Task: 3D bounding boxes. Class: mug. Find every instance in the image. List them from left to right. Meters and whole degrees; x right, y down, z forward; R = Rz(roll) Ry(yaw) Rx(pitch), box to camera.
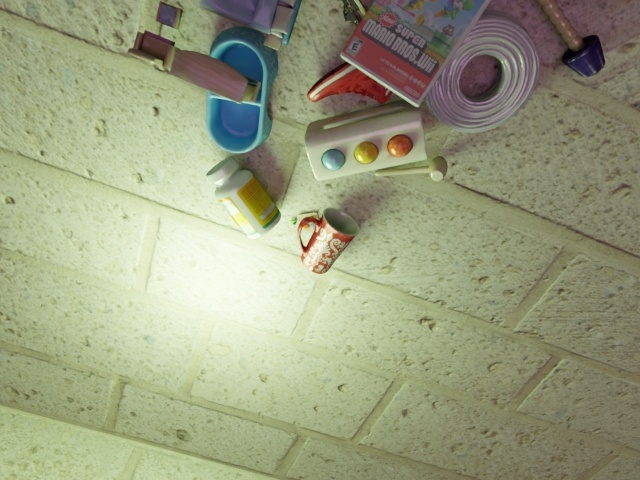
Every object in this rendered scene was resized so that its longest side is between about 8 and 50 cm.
[{"bbox_3d":[0.005,-0.003,1.224,0.150,0.113,0.169,32,123,1],"label":"mug"}]

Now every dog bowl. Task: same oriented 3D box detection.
[{"bbox_3d":[-0.196,-0.347,1.037,0.166,0.074,0.297,10,122,-3],"label":"dog bowl"}]

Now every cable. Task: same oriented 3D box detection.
[{"bbox_3d":[0.357,-0.376,0.976,0.257,0.089,0.257,-35,113,22],"label":"cable"}]

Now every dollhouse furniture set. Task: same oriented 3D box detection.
[{"bbox_3d":[-0.199,-0.454,0.829,0.287,0.198,0.303,21,106,-7],"label":"dollhouse furniture set"}]

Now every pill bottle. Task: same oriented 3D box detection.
[{"bbox_3d":[-0.207,-0.115,1.154,0.118,0.117,0.208,-27,116,18],"label":"pill bottle"}]

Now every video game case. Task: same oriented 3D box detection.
[{"bbox_3d":[0.203,-0.455,0.896,0.204,0.025,0.285,35,101,4],"label":"video game case"}]

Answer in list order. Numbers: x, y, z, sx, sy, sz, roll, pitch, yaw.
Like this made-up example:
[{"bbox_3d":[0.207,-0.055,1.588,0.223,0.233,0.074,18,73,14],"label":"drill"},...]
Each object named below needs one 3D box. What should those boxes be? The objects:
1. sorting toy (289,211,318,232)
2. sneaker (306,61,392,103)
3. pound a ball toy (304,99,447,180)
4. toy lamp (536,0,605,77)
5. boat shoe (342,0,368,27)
[{"bbox_3d":[-0.046,-0.049,1.245,0.084,0.012,0.061,-8,121,8],"label":"sorting toy"},{"bbox_3d":[0.087,-0.354,1.009,0.221,0.087,0.128,-26,115,19],"label":"sneaker"},{"bbox_3d":[0.143,-0.206,1.054,0.320,0.135,0.208,-9,128,14],"label":"pound a ball toy"},{"bbox_3d":[0.513,-0.464,0.919,0.275,0.080,0.080,39,116,-19],"label":"toy lamp"},{"bbox_3d":[0.074,-0.495,0.940,0.049,0.056,0.152,-39,112,18],"label":"boat shoe"}]
